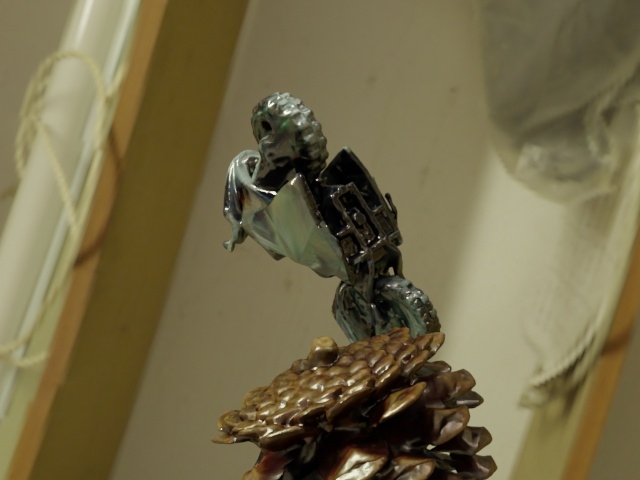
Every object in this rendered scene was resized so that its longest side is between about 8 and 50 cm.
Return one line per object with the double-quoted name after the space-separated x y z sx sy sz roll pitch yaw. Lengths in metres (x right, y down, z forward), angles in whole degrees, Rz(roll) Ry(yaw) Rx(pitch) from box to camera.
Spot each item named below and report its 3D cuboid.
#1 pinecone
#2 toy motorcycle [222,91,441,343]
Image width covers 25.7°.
0.031 0.158 0.977 0.208 0.208 0.207 18 -90 -85 "pinecone"
0.000 0.000 1.269 0.106 0.270 0.159 -33 4 -38 "toy motorcycle"
